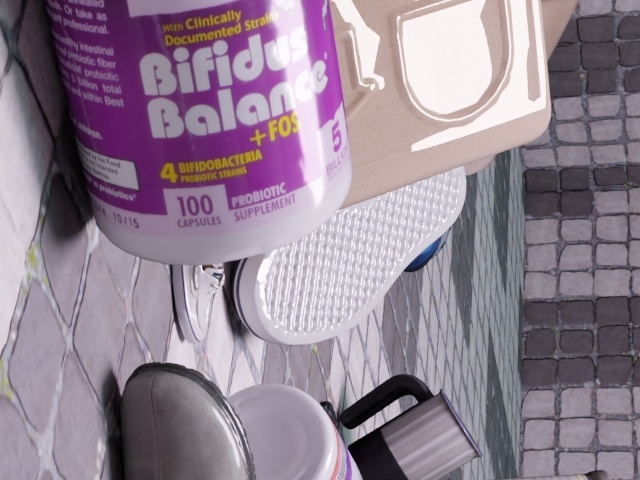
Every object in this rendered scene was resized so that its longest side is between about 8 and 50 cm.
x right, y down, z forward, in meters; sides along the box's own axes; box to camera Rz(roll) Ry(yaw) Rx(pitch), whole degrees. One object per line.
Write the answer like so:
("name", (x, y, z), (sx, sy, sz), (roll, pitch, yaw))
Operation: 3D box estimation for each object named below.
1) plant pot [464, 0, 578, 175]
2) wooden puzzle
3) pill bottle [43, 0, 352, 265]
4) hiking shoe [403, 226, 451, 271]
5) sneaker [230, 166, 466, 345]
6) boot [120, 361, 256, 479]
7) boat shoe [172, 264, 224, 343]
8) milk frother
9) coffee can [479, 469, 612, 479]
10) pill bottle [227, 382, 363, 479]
("plant pot", (0.113, -0.228, 1.794), (0.323, 0.323, 0.280), (-70, 171, -62))
("wooden puzzle", (0.026, -0.194, 1.407), (0.080, 0.322, 0.347), (39, -38, 52))
("pill bottle", (-0.080, -0.151, 1.053), (0.169, 0.169, 0.301), (-73, 157, -59))
("hiking shoe", (0.078, -0.052, 2.056), (0.132, 0.113, 0.304), (-49, 153, -28))
("sneaker", (0.000, 0.000, 1.579), (0.321, 0.127, 0.126), (-33, 117, -48))
("boot", (-0.099, 0.214, 1.118), (0.161, 0.083, 0.246), (-44, 129, -67))
("boat shoe", (-0.089, 0.027, 1.306), (0.035, 0.035, 0.100), (-40, 126, -76))
("milk frother", (0.076, 0.202, 1.825), (0.129, 0.135, 0.143), (58, 3, 13))
("coffee can", (0.143, 0.327, 1.683), (0.201, 0.275, 0.201), (177, -90, -88))
("pill bottle", (-0.024, 0.195, 1.406), (0.193, 0.108, 0.108), (66, 24, -62))
